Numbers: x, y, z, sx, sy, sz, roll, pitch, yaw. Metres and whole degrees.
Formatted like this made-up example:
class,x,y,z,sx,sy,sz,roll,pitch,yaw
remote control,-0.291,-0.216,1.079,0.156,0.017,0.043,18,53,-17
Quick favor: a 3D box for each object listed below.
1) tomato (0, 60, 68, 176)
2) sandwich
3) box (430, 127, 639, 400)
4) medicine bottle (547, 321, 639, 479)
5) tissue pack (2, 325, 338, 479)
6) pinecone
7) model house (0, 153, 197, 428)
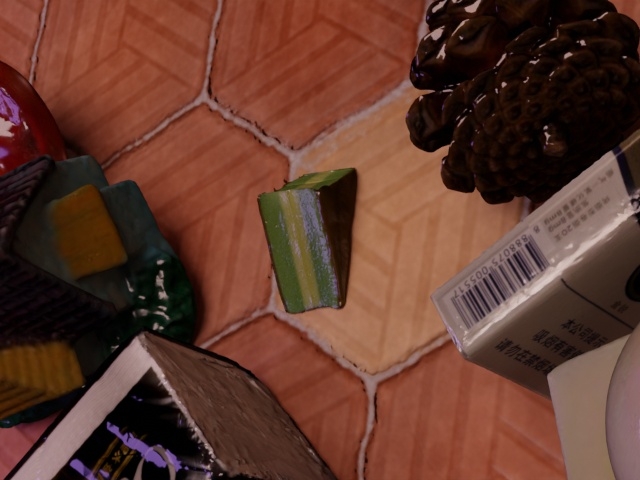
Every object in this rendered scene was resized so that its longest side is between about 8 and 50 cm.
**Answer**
class,x,y,z,sx,sy,sz,roll,pitch,yaw
tomato,-0.354,-0.089,1.607,0.233,0.139,0.200,-35,92,26
sandwich,0.000,0.000,1.426,0.074,0.074,0.116,-5,103,33
box,0.229,0.010,1.163,0.259,0.168,0.071,-39,54,19
medicine bottle,0.344,0.105,1.004,0.406,0.236,0.235,-26,60,25
tissue pack,-0.184,0.278,1.329,0.370,0.210,0.198,-49,57,12
pinecone,0.158,-0.134,1.253,0.208,0.208,0.207,-12,67,31
model house,-0.305,0.067,1.414,0.281,0.249,0.230,-27,90,26
